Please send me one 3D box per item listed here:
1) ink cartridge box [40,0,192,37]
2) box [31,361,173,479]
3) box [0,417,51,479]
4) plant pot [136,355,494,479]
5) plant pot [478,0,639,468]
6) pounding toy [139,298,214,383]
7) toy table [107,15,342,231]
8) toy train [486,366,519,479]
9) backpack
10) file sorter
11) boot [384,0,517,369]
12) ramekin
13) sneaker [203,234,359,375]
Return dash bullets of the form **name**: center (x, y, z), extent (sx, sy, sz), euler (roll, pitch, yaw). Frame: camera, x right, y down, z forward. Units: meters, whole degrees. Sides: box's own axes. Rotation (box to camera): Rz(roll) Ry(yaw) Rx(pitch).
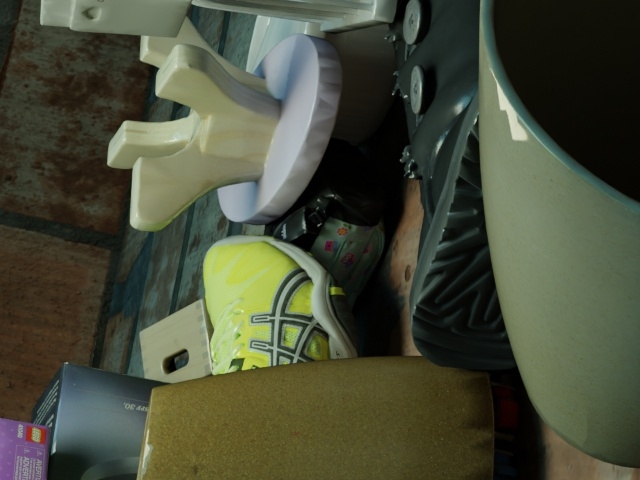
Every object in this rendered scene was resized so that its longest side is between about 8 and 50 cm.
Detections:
- **ink cartridge box**: center (-0.173, -0.278, 1.358), extent (0.128, 0.127, 0.176), euler (146, 129, -77)
- **box**: center (-0.161, 0.313, 1.631), extent (0.183, 0.296, 0.294), euler (132, 146, -59)
- **box**: center (-0.327, 0.343, 1.531), extent (0.201, 0.057, 0.293), euler (-95, 23, -46)
- **plant pot**: center (-0.015, 0.189, 1.232), extent (0.237, 0.254, 0.237), euler (-171, 90, -84)
- **plant pot**: center (0.190, -0.004, 0.818), extent (0.274, 0.256, 0.256), euler (96, 174, -50)
- **pounding toy**: center (-0.092, 0.139, 1.740), extent (0.181, 0.206, 0.094), euler (-28, 65, 46)
- **toy table**: center (-0.106, -0.123, 1.584), extent (0.274, 0.161, 0.252), euler (126, 146, -50)
- **toy train**: center (0.140, 0.136, 1.218), extent (0.036, 0.027, 0.158), euler (-30, 48, 55)
- **backpack**: center (0.000, 0.000, 1.643), extent (0.152, 0.115, 0.182), euler (-99, 29, -57)
- **file sorter**: center (-0.029, -0.299, 1.428), extent (0.277, 0.173, 0.193), euler (-152, 68, -79)
- **boot**: center (0.154, -0.177, 1.237), extent (0.445, 0.146, 0.367), euler (-87, 20, -45)
- **ramekin**: center (0.011, -0.227, 1.760), extent (0.273, 0.127, 0.273), euler (-168, 90, -74)
- **sneaker**: center (-0.044, 0.132, 1.466), extent (0.385, 0.147, 0.145), euler (61, 138, 41)
